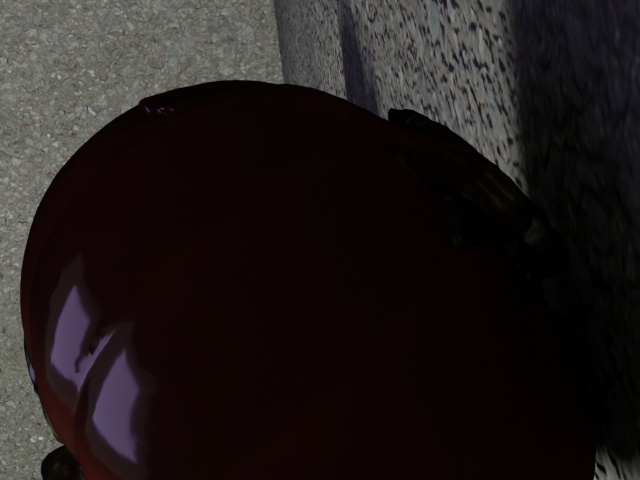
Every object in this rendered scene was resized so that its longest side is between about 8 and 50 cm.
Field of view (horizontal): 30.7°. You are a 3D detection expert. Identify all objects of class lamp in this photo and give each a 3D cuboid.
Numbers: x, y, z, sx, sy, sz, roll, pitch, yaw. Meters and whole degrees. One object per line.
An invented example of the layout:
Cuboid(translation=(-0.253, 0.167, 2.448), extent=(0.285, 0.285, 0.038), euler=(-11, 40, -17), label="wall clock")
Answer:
Cuboid(translation=(-0.007, 0.062, 0.570), extent=(0.303, 0.257, 0.303), euler=(45, 177, 3), label="lamp")
